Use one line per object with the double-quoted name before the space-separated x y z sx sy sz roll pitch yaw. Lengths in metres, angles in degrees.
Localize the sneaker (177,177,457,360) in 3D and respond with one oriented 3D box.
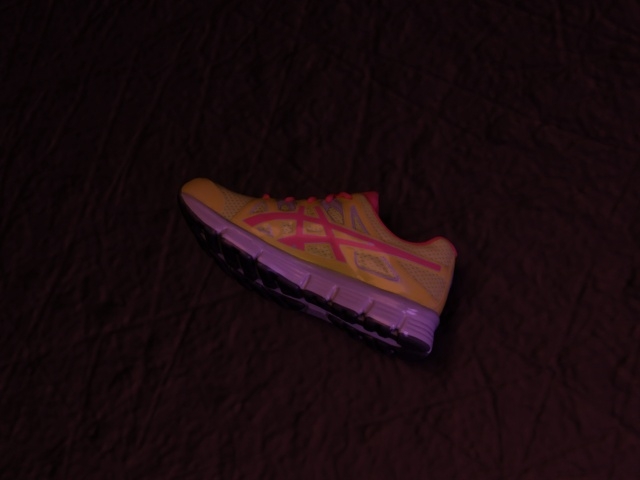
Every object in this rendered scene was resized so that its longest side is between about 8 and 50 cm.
"sneaker" 0.000 0.000 1.143 0.208 0.081 0.094 27 74 13
